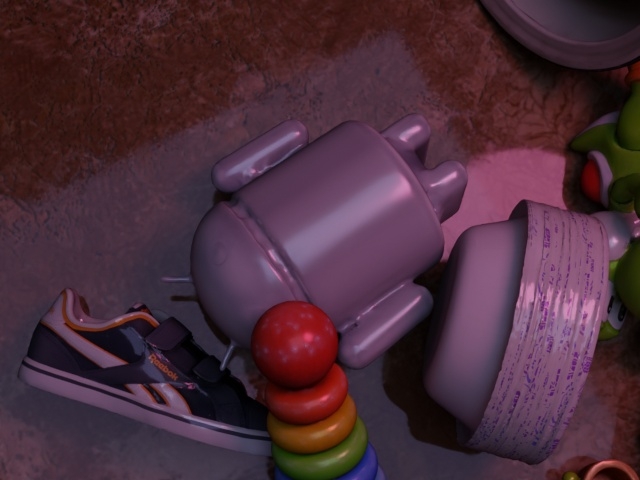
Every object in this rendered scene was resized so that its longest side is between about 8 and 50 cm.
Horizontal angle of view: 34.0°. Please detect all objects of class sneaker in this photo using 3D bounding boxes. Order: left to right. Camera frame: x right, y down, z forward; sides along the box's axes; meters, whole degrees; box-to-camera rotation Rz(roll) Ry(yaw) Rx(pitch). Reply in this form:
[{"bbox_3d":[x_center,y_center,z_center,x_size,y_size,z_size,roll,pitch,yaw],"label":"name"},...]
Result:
[{"bbox_3d":[-0.177,0.148,1.200,0.321,0.126,0.127,19,85,0],"label":"sneaker"}]

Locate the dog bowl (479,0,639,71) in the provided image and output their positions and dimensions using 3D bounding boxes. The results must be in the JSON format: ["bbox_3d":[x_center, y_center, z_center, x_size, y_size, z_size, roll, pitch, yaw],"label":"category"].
[{"bbox_3d":[0.321,-0.413,1.216,0.150,0.408,0.408,-28,84,-24],"label":"dog bowl"}]

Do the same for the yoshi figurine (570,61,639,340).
[{"bbox_3d":[0.415,-0.046,1.256,0.203,0.203,0.362,20,82,-8],"label":"yoshi figurine"}]

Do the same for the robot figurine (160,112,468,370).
[{"bbox_3d":[0.000,0.000,1.202,0.353,0.200,0.300,-33,70,-9],"label":"robot figurine"}]

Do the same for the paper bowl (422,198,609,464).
[{"bbox_3d":[0.204,0.094,1.163,0.148,0.284,0.284,14,80,0],"label":"paper bowl"}]

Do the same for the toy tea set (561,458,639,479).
[{"bbox_3d":[0.359,0.340,1.217,0.336,0.124,0.200,-18,83,-8],"label":"toy tea set"}]

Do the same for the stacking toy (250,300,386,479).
[{"bbox_3d":[-0.005,0.213,1.118,0.141,0.141,0.330,-18,119,-8],"label":"stacking toy"}]
